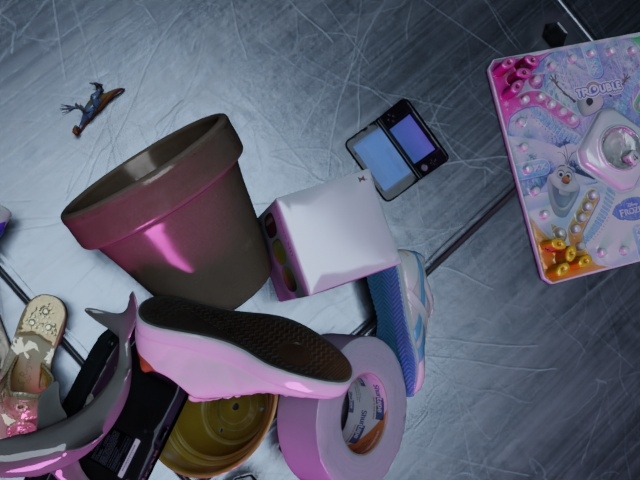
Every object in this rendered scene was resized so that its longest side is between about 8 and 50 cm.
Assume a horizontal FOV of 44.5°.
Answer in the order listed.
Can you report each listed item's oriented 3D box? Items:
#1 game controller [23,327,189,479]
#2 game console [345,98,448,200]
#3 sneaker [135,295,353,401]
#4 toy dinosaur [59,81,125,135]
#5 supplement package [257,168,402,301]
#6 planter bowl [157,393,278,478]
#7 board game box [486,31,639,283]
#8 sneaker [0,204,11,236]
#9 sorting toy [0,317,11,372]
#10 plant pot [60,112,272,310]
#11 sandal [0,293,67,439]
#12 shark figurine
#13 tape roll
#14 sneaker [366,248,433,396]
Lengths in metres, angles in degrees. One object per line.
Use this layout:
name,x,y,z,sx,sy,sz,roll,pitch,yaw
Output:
game controller,-0.300,0.280,1.085,0.166,0.067,0.319,23,79,15
game console,0.122,-0.143,1.240,0.122,0.107,0.071,54,49,-2
sneaker,-0.102,0.163,1.027,0.290,0.106,0.123,16,121,8
toy dinosaur,-0.341,-0.194,1.165,0.090,0.047,0.082,7,101,-21
supplement package,0.000,0.000,1.107,0.134,0.244,0.139,-19,87,-13
planter bowl,-0.139,0.230,1.112,0.217,0.090,0.217,-9,66,22
board game box,0.512,-0.158,1.331,0.390,0.050,0.390,-13,87,-12
sneaker,-0.485,0.049,1.023,0.323,0.130,0.236,38,66,20
sorting toy,-0.521,0.143,1.085,0.274,0.046,0.132,-21,88,-13
plant pot,-0.184,-0.016,1.091,0.263,0.263,0.229,-37,110,-13
sandal,-0.397,0.189,1.046,0.088,0.079,0.240,11,82,-8
shark figurine,-0.290,0.215,0.999,0.166,0.116,0.278,46,63,-19
tape roll,0.036,0.243,1.114,0.219,0.072,0.219,3,86,-51
sneaker,0.135,0.127,1.201,0.092,0.087,0.229,-12,101,-44
